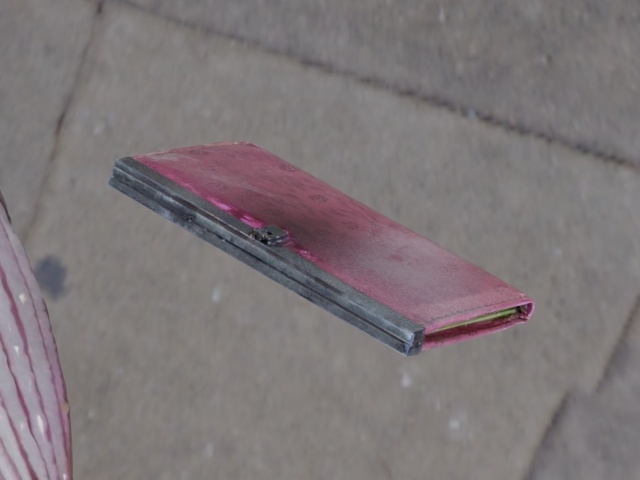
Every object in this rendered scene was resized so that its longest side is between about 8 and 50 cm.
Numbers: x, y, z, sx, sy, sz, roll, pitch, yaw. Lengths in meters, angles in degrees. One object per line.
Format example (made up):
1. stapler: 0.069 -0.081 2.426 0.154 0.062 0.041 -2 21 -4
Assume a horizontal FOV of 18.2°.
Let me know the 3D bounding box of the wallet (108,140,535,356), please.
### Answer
1. wallet: 0.000 0.000 1.129 0.232 0.119 0.025 29 114 34

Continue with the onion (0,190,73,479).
1. onion: -0.220 0.086 0.815 0.159 0.267 0.349 -25 104 43
